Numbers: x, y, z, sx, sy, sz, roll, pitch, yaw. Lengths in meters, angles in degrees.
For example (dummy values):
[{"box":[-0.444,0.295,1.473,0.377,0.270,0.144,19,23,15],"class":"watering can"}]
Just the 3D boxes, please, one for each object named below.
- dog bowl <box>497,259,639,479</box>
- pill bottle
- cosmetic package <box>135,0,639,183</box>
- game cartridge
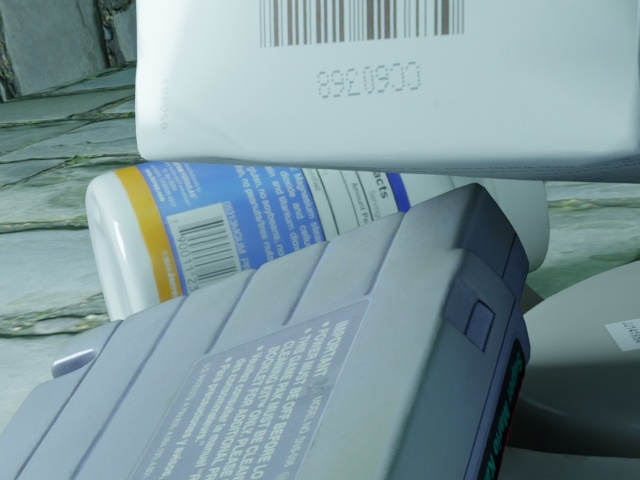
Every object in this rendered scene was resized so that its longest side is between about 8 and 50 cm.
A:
[{"box":[0.201,0.067,0.660,0.349,0.102,0.349,-11,13,3],"class":"dog bowl"},{"box":[0.000,0.000,0.989,0.272,0.152,0.152,-15,14,-15],"class":"pill bottle"},{"box":[0.128,-0.101,0.653,0.217,0.156,0.385,2,3,36],"class":"cosmetic package"},{"box":[-0.054,0.116,0.520,0.230,0.068,0.355,-17,24,25],"class":"game cartridge"}]
